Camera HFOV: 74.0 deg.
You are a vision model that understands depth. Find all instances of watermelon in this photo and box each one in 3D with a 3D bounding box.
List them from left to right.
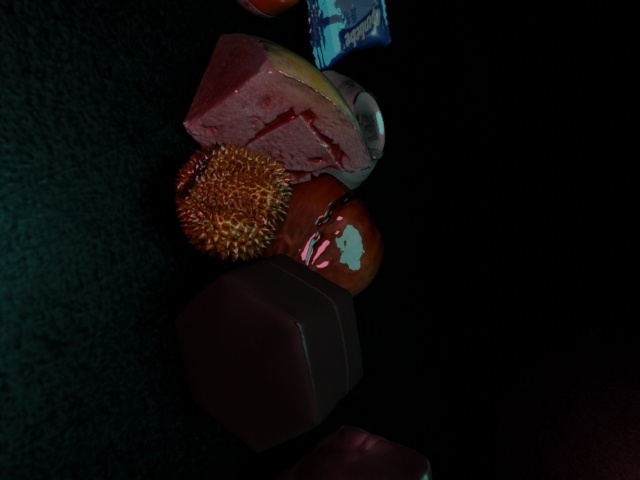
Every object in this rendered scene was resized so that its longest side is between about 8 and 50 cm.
[{"bbox_3d":[-0.077,-0.191,0.659,0.213,0.201,0.261,38,12,-44],"label":"watermelon"}]

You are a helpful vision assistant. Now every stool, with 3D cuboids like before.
[{"bbox_3d":[-0.065,0.137,0.554,0.141,0.232,0.232,-23,106,-56],"label":"stool"}]

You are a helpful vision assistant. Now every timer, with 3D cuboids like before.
[{"bbox_3d":[-0.078,-0.420,0.673,0.136,0.136,0.099,-5,96,-56],"label":"timer"}]

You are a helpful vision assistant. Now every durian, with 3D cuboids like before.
[{"bbox_3d":[-0.116,-0.049,0.566,0.168,0.137,0.158,18,69,-43],"label":"durian"}]

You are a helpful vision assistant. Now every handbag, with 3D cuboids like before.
[{"bbox_3d":[0.023,0.467,0.617,0.341,0.247,0.240,-30,109,-41],"label":"handbag"}]

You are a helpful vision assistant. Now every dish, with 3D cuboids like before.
[{"bbox_3d":[0.076,-0.240,0.910,0.260,0.086,0.260,7,81,-55],"label":"dish"}]

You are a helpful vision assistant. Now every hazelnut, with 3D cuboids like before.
[{"bbox_3d":[0.001,-0.002,0.688,0.212,0.181,0.181,41,12,7],"label":"hazelnut"}]

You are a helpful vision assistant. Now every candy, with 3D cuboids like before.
[{"bbox_3d":[0.068,-0.497,0.926,0.331,0.077,0.186,-41,126,-40],"label":"candy"}]
